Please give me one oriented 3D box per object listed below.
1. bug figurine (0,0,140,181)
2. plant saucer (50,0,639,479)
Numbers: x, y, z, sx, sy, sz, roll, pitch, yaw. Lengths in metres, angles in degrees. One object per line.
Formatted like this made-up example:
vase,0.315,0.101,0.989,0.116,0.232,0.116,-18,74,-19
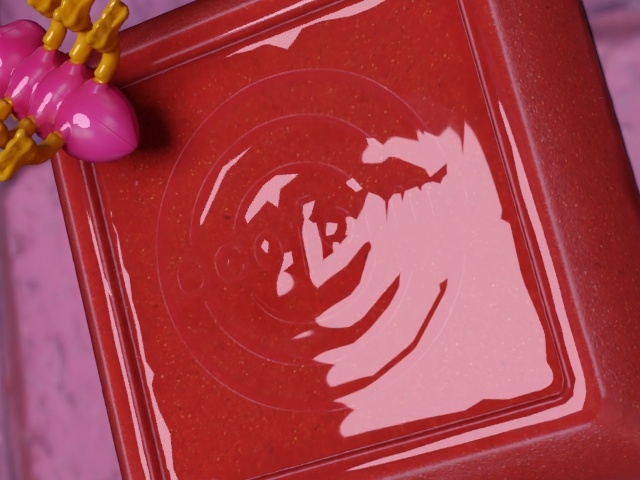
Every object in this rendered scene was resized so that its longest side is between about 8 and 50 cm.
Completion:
bug figurine,-0.119,-0.139,0.643,0.216,0.072,0.279,38,86,25
plant saucer,0.000,0.000,0.627,0.258,0.047,0.259,-18,78,21
